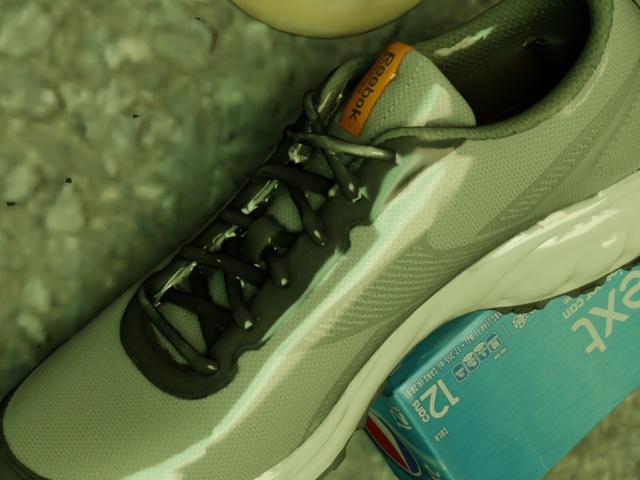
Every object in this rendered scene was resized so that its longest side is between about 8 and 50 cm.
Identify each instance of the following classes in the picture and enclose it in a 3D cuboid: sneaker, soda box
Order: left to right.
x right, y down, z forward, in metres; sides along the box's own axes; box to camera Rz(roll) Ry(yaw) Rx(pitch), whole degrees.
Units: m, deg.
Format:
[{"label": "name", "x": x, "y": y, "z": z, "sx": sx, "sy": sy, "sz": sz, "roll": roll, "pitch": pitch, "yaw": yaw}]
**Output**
[{"label": "sneaker", "x": 0.000, "y": 0.000, "z": 0.530, "sx": 0.271, "sy": 0.100, "sz": 0.108, "roll": -34, "pitch": 136, "yaw": -12}, {"label": "soda box", "x": 0.104, "y": 0.009, "z": 0.623, "sx": 0.210, "sy": 0.067, "sz": 0.071, "roll": -40, "pitch": 114, "yaw": -15}]

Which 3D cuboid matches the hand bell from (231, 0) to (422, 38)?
[{"label": "hand bell", "x": 0.054, "y": -0.119, "z": 0.479, "sx": 0.126, "sy": 0.242, "sz": 0.126, "roll": -4, "pitch": 100, "yaw": -25}]
